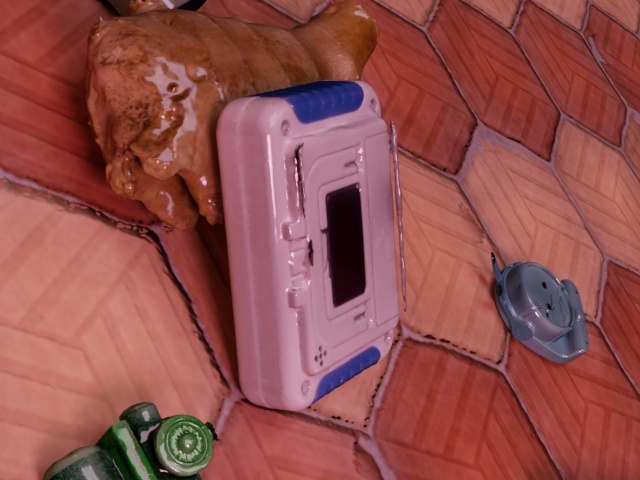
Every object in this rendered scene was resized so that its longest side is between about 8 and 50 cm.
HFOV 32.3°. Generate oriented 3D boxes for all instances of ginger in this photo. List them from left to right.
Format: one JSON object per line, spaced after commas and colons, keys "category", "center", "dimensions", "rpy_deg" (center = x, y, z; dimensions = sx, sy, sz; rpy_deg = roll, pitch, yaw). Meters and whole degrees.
{"category": "ginger", "center": [-0.042, -0.114, 0.984], "dimensions": [0.375, 0.166, 0.236], "rpy_deg": [-17, 66, -38]}

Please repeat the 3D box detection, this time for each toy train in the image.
{"category": "toy train", "center": [-0.090, 0.229, 0.720], "dimensions": [0.119, 0.085, 0.251], "rpy_deg": [-21, 73, -38]}

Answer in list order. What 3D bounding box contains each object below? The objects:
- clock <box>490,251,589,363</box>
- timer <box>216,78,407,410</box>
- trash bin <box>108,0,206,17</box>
{"category": "clock", "center": [0.238, 0.070, 1.242], "dimensions": [0.147, 0.045, 0.108], "rpy_deg": [28, 41, -30]}
{"category": "timer", "center": [0.000, 0.000, 0.910], "dimensions": [0.178, 0.078, 0.253], "rpy_deg": [-25, 115, -54]}
{"category": "trash bin", "center": [-0.174, -0.268, 1.057], "dimensions": [0.130, 0.059, 0.116], "rpy_deg": [48, 34, -5]}
